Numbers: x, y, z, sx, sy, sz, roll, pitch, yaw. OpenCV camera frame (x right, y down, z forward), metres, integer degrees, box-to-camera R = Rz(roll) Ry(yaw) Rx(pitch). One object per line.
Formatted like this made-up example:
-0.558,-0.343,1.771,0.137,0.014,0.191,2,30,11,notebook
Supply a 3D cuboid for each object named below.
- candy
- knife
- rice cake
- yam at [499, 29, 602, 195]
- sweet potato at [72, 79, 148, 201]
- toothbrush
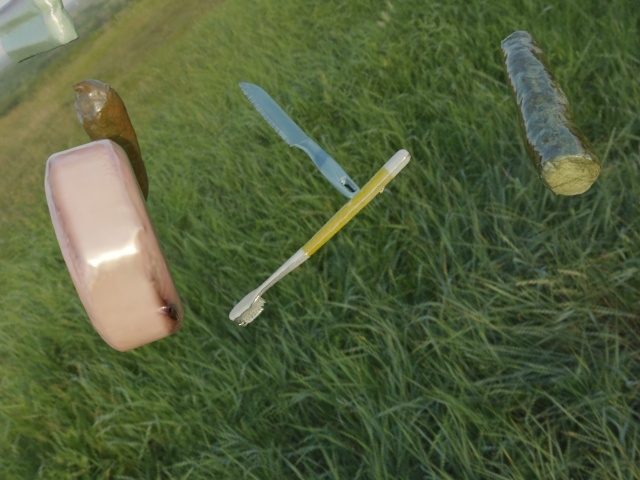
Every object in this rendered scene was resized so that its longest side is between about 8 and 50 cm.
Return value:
-0.233,0.010,0.731,0.094,0.256,0.255,-19,26,-13,candy
-0.038,-0.169,1.050,0.044,0.019,0.313,-31,66,-25,knife
-0.391,-0.289,0.849,0.042,0.080,0.221,-42,30,-28,rice cake
0.242,-0.154,0.698,0.061,0.061,0.274,-25,39,24,yam
-0.322,-0.138,1.018,0.075,0.273,0.075,-3,48,3,sweet potato
0.000,0.000,0.746,0.288,0.024,0.021,-44,43,8,toothbrush
